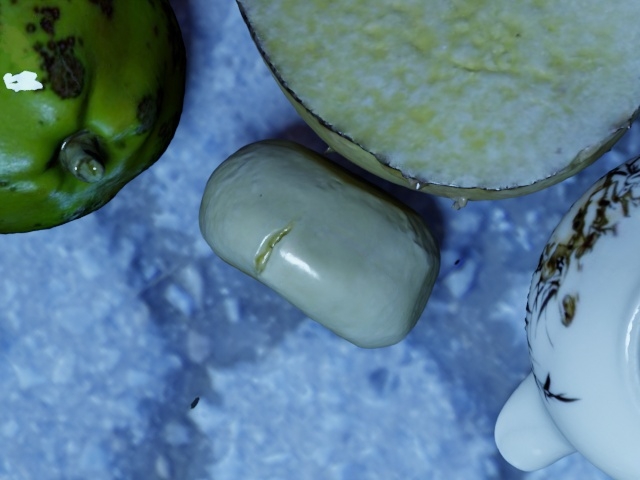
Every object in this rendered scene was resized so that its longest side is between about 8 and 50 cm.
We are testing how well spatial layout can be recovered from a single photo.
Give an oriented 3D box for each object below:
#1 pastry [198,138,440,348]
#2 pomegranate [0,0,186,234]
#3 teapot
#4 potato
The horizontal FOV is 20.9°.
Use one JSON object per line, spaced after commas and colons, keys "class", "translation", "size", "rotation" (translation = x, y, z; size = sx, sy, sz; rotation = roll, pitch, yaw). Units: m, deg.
{"class": "pastry", "translation": [0.000, 0.000, 1.057], "size": [0.156, 0.156, 0.092], "rotation": [28, 96, 14]}
{"class": "pomegranate", "translation": [-0.197, -0.138, 1.094], "size": [0.204, 0.222, 0.277], "rotation": [-17, 59, 25]}
{"class": "teapot", "translation": [0.236, 0.033, 1.017], "size": [0.208, 0.166, 0.300], "rotation": [45, 82, -3]}
{"class": "potato", "translation": [0.086, -0.134, 1.082], "size": [0.239, 0.116, 0.299], "rotation": [-41, 64, -7]}
